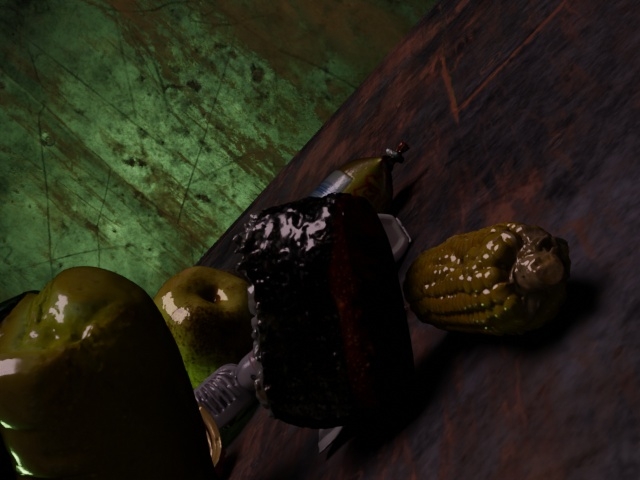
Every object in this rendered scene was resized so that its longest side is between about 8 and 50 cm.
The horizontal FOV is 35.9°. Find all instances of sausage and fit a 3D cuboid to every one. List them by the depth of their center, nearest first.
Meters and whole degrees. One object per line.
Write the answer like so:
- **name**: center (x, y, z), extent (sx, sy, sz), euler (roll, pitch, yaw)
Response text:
- **sausage**: center (0.031, -0.031, 1.534), extent (0.317, 0.125, 0.117), euler (-47, 54, -7)

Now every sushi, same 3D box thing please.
- **sushi**: center (0.004, 0.071, 0.933), extent (0.126, 0.225, 0.136), euler (-13, 1, 24)

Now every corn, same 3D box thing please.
- **corn**: center (0.137, 0.037, 0.864), extent (0.097, 0.097, 0.261), euler (-52, 9, -15)

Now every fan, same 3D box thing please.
- **fan**: center (-0.108, 0.201, 1.396), extent (0.244, 0.074, 0.130), euler (-41, 1, 18)

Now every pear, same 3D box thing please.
- **pear**: center (-0.187, 0.148, 1.595), extent (0.197, 0.197, 0.197), euler (-47, 10, 11)

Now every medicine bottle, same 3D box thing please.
- **medicine bottle**: center (0.017, 0.047, 1.356), extent (0.115, 0.078, 0.219), euler (-26, -9, -45)

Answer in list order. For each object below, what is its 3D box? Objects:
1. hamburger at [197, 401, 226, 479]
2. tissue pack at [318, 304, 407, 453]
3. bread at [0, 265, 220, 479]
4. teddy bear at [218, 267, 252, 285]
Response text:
- **hamburger**: center (-0.215, 0.291, 1.280), extent (0.137, 0.175, 0.175), euler (-59, 3, 34)
- **tissue pack**: center (0.044, 0.140, 1.073), extent (0.122, 0.026, 0.193), euler (-45, 11, 19)
- **bread**: center (-0.228, 0.218, 1.027), extent (0.208, 0.377, 0.251), euler (-2, 22, 38)
- **teddy bear**: center (-0.212, 0.126, 1.948), extent (0.177, 0.140, 0.190), euler (-57, 4, -24)
